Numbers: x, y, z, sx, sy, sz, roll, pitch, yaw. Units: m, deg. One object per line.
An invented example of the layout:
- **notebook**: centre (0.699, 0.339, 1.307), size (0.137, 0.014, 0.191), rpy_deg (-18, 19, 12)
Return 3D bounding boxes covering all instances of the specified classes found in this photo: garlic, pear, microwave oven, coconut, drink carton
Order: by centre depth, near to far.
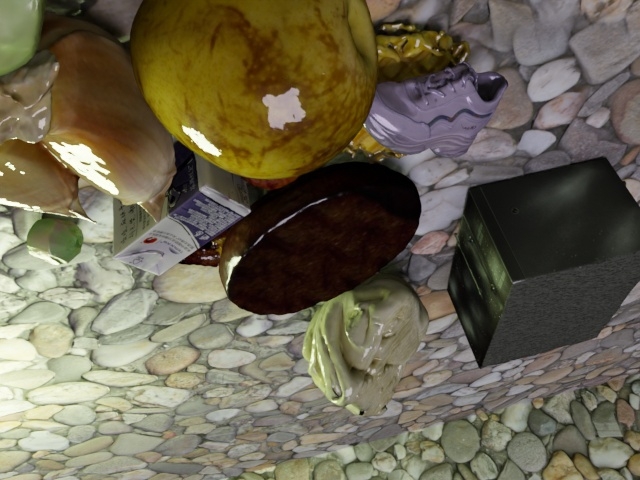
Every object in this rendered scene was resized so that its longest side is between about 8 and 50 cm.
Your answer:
- **pear**: centre (-0.070, -0.206, 0.681), size (0.281, 0.280, 0.280), rpy_deg (-11, 146, -7)
- **garlic**: centre (-0.330, -0.131, 0.723), size (0.286, 0.249, 0.313), rpy_deg (-49, 169, 1)
- **drink carton**: centre (-0.230, -0.058, 0.951), size (0.222, 0.134, 0.102), rpy_deg (-32, 144, 24)
- **coconut**: centre (-0.442, 0.002, 1.005), size (0.081, 0.082, 0.083), rpy_deg (4, 106, 15)
- **microwave oven**: centre (0.495, 0.066, 1.335), size (0.375, 0.236, 0.432), rpy_deg (-14, 147, -4)

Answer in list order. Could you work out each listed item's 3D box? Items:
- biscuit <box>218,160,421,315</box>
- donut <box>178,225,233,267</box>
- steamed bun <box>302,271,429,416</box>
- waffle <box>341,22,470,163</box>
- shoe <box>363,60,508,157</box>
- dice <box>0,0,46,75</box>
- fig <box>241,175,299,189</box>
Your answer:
- **biscuit**: centre (0.000, 0.000, 1.130), size (0.408, 0.091, 0.407), rpy_deg (-22, 151, -13)
- **donut**: centre (-0.218, -0.005, 1.100), size (0.141, 0.059, 0.140), rpy_deg (-10, 146, -7)
- **steamed bun**: centre (0.076, 0.235, 1.408), size (0.347, 0.238, 0.393), rpy_deg (-26, 135, -43)
- **waffle**: centre (0.110, -0.213, 0.928), size (0.281, 0.060, 0.262), rpy_deg (-15, 144, -8)
- **shoe**: centre (0.160, -0.197, 0.850), size (0.245, 0.095, 0.137), rpy_deg (3, 137, -38)
- **dice**: centre (-0.343, -0.291, 0.463), size (0.252, 0.254, 0.249), rpy_deg (2, 145, -27)
- **fig**: centre (-0.085, -0.138, 0.892), size (0.128, 0.128, 0.150), rpy_deg (-40, 159, 32)
